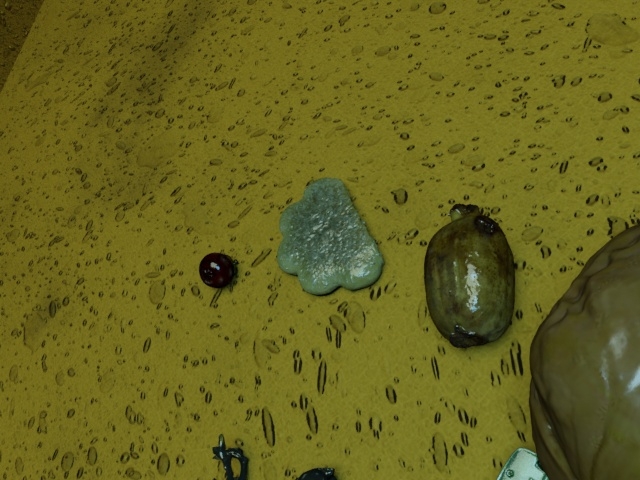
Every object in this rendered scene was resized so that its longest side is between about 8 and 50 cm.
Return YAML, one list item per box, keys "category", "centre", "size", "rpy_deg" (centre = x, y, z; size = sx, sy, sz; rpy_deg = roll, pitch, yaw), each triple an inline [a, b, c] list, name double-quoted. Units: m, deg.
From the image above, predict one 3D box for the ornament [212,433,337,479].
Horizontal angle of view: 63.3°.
- category: "ornament"
  centre: [-0.095, 0.413, 0.888]
  size: [0.236, 0.080, 0.202]
  rpy_deg: [35, 88, 36]

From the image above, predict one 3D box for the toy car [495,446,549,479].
- category: "toy car"
  centre: [0.344, 0.374, 0.685]
  size: [0.224, 0.076, 0.090]
  rpy_deg: [31, 81, 27]

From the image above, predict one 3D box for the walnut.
- category: "walnut"
  centre: [0.414, 0.157, 0.579]
  size: [0.308, 0.354, 0.398]
  rpy_deg: [32, 68, 33]

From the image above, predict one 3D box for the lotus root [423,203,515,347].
- category: "lotus root"
  centre: [0.246, 0.049, 0.867]
  size: [0.145, 0.128, 0.260]
  rpy_deg: [-12, 59, 33]

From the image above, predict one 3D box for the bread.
- category: "bread"
  centre: [0.000, 0.000, 1.064]
  size: [0.207, 0.056, 0.286]
  rpy_deg: [-33, 54, 7]

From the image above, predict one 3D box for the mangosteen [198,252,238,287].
- category: "mangosteen"
  centre: [-0.226, 0.065, 1.137]
  size: [0.081, 0.081, 0.080]
  rpy_deg: [-12, 61, 22]
